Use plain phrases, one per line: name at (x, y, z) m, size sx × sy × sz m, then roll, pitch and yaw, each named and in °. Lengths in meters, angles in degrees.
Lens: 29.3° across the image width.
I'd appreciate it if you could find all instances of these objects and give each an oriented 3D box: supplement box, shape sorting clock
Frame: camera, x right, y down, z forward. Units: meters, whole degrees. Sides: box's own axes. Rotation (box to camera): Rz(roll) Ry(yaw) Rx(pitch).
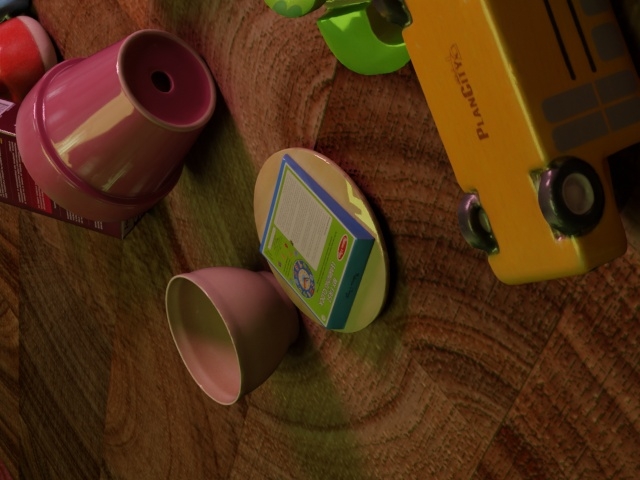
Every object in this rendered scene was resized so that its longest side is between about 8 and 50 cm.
supplement box at (-0.358, -0.100, 1.654) m, size 0.240 × 0.073 × 0.130 m, roll 18°, pitch 131°, yaw 15°
shape sorting clock at (0.000, 0.000, 1.283) m, size 0.206 × 0.040 × 0.206 m, roll 31°, pitch 132°, yaw 43°

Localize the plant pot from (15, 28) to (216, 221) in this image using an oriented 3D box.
plant pot at (-0.221, -0.144, 1.411) m, size 0.180 × 0.201 × 0.201 m, roll -31°, pitch 83°, yaw 44°

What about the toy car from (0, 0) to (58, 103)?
toy car at (-0.510, -0.223, 1.754) m, size 0.210 × 0.238 × 0.219 m, roll -28°, pitch 86°, yaw 60°

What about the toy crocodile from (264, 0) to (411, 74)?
toy crocodile at (-0.001, -0.300, 1.007) m, size 0.105 × 0.115 × 0.340 m, roll -4°, pitch 110°, yaw 39°

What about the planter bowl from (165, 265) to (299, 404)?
planter bowl at (-0.095, 0.097, 1.436) m, size 0.162 × 0.109 × 0.162 m, roll 37°, pitch 139°, yaw 40°

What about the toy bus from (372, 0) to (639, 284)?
toy bus at (0.137, -0.142, 0.873) m, size 0.108 × 0.130 × 0.332 m, roll -16°, pitch 96°, yaw 59°
